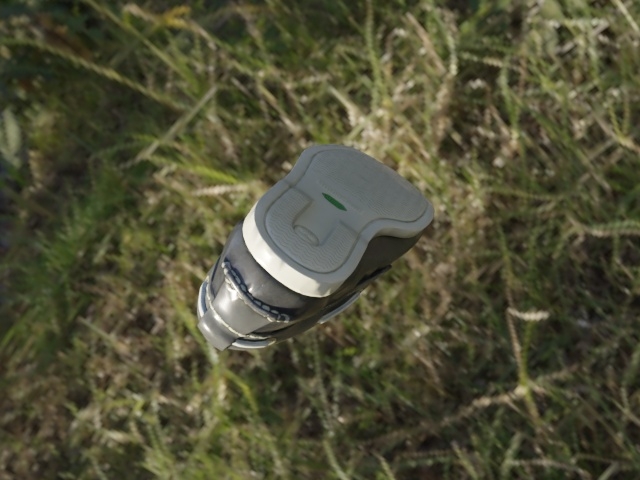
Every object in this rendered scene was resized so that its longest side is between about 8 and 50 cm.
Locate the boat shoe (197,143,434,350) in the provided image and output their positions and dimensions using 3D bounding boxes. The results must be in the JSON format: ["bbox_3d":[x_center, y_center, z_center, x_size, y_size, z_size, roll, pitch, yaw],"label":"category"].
[{"bbox_3d":[0.000,0.000,0.757,0.084,0.233,0.079,39,116,8],"label":"boat shoe"}]
